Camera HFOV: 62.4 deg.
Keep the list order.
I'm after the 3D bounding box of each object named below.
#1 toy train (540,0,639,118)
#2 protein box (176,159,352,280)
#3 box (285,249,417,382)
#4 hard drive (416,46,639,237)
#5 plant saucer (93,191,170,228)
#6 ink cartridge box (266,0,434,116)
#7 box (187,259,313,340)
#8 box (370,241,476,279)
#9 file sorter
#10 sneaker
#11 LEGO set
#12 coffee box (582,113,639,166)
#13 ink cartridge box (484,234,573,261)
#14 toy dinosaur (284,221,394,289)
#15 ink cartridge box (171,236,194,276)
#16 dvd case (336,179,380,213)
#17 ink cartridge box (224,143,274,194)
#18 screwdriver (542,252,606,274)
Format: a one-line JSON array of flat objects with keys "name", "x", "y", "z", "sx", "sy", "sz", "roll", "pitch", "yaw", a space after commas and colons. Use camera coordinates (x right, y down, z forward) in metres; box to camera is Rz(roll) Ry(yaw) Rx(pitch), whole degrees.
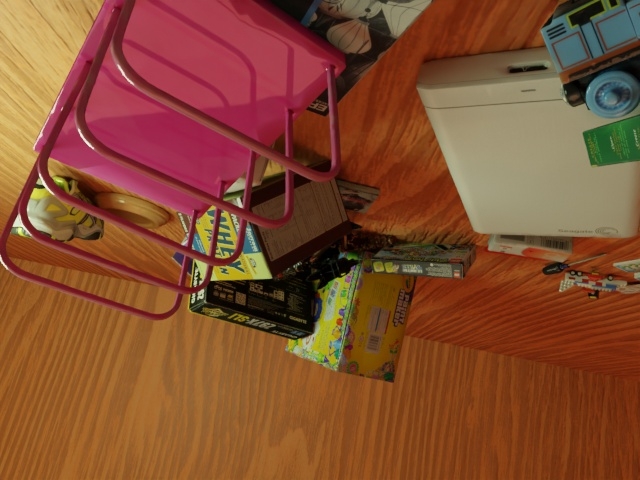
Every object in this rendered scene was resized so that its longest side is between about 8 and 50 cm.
[{"name": "toy train", "x": 0.275, "y": -0.171, "z": 0.416, "sx": 0.184, "sy": 0.080, "sz": 0.105, "roll": -16, "pitch": 114, "yaw": 43}, {"name": "protein box", "x": -0.095, "y": -0.032, "z": 0.914, "sx": 0.200, "sy": 0.135, "sz": 0.201, "roll": -6, "pitch": -163, "yaw": 47}, {"name": "box", "x": 0.074, "y": 0.185, "z": 1.376, "sx": 0.177, "sy": 0.289, "sz": 0.279, "roll": 19, "pitch": 171, "yaw": -28}, {"name": "hard drive", "x": 0.283, "y": -0.102, "z": 0.675, "sx": 0.233, "sy": 0.047, "sz": 0.353, "roll": 3, "pitch": 156, "yaw": 28}, {"name": "plant saucer", "x": -0.507, "y": -0.074, "z": 1.418, "sx": 0.200, "sy": 0.037, "sz": 0.200, "roll": 11, "pitch": 165, "yaw": 3}, {"name": "ink cartridge box", "x": -0.024, "y": -0.216, "z": 0.539, "sx": 0.166, "sy": 0.065, "sz": 0.333, "roll": 16, "pitch": 165, "yaw": -17}, {"name": "box", "x": -0.158, "y": 0.087, "z": 1.313, "sx": 0.322, "sy": 0.256, "sz": 0.079, "roll": 23, "pitch": 141, "yaw": -37}, {"name": "box", "x": 0.231, "y": 0.042, "z": 1.182, "sx": 0.207, "sy": 0.036, "sz": 0.114, "roll": 2, "pitch": -159, "yaw": 30}, {"name": "file sorter", "x": -0.142, "y": -0.074, "z": 0.492, "sx": 0.202, "sy": 0.182, "sz": 0.291, "roll": 25, "pitch": 136, "yaw": -31}, {"name": "sneaker", "x": -0.627, "y": -0.082, "z": 1.324, "sx": 0.145, "sy": 0.147, "sz": 0.385, "roll": 11, "pitch": -177, "yaw": -9}, {"name": "LEGO set", "x": 0.667, "y": 0.105, "z": 1.172, "sx": 0.183, "sy": 0.060, "sz": 0.244, "roll": 21, "pitch": 162, "yaw": -19}, {"name": "coffee box", "x": 0.311, "y": -0.098, "z": 0.440, "sx": 0.113, "sy": 0.040, "sz": 0.184, "roll": -16, "pitch": -177, "yaw": 6}, {"name": "ink cartridge box", "x": 0.418, "y": 0.024, "z": 1.087, "sx": 0.146, "sy": 0.045, "sz": 0.179, "roll": 9, "pitch": 161, "yaw": 12}, {"name": "toy dinosaur", "x": 0.000, "y": 0.000, "z": 1.188, "sx": 0.322, "sy": 0.164, "sz": 0.218, "roll": -25, "pitch": -174, "yaw": -10}, {"name": "ink cartridge box", "x": -0.261, "y": 0.061, "z": 1.337, "sx": 0.045, "sy": 0.208, "sz": 0.206, "roll": -38, "pitch": 107, "yaw": 17}, {"name": "dvd case", "x": 0.060, "y": -0.084, "z": 1.024, "sx": 0.087, "sy": 0.013, "sz": 0.119, "roll": 13, "pitch": 163, "yaw": -5}, {"name": "ink cartridge box", "x": -0.208, "y": -0.149, "z": 0.747, "sx": 0.207, "sy": 0.117, "sz": 0.283, "roll": 21, "pitch": 169, "yaw": -27}, {"name": "screwdriver", "x": 0.542, "y": 0.052, "z": 1.131, "sx": 0.024, "sy": 0.025, "sz": 0.170, "roll": 16, "pitch": 164, "yaw": -16}]
